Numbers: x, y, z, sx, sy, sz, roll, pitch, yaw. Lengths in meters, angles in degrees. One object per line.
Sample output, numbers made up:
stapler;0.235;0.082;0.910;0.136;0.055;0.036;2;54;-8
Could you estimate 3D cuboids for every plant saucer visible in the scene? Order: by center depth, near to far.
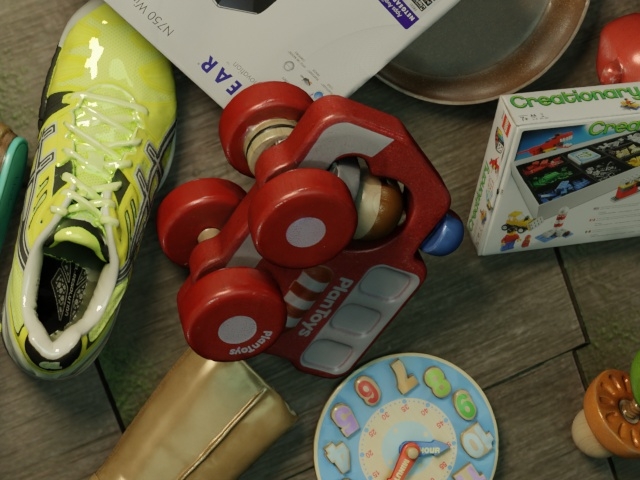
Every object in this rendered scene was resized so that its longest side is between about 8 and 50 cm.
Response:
plant saucer;0.138;-0.298;1.572;0.310;0.050;0.311;-1;95;-15

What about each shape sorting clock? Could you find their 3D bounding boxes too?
shape sorting clock;0.093;0.223;1.605;0.206;0.040;0.206;-1;95;-16

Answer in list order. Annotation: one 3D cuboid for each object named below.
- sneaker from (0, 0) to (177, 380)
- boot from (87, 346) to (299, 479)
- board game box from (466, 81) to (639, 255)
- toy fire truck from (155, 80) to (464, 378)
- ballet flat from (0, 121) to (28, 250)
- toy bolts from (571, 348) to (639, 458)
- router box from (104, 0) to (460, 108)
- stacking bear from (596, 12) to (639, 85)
sneaker;-0.211;-0.049;1.445;0.145;0.147;0.385;10;89;-14
boot;-0.120;0.267;1.527;0.269;0.089;0.236;-47;104;-9
board game box;0.318;-0.080;1.578;0.305;0.053;0.193;-7;138;-15
toy fire truck;0.000;0.000;1.458;0.254;0.169;0.302;18;123;-32
ballet flat;-0.371;0.047;1.438;0.124;0.116;0.342;10;91;4
toy bolts;0.404;0.193;1.667;0.228;0.158;0.218;41;43;-5
router box;-0.041;-0.285;1.394;0.301;0.082;0.335;-41;126;13
stacking bear;0.410;-0.255;1.591;0.289;0.164;0.175;-46;146;6
